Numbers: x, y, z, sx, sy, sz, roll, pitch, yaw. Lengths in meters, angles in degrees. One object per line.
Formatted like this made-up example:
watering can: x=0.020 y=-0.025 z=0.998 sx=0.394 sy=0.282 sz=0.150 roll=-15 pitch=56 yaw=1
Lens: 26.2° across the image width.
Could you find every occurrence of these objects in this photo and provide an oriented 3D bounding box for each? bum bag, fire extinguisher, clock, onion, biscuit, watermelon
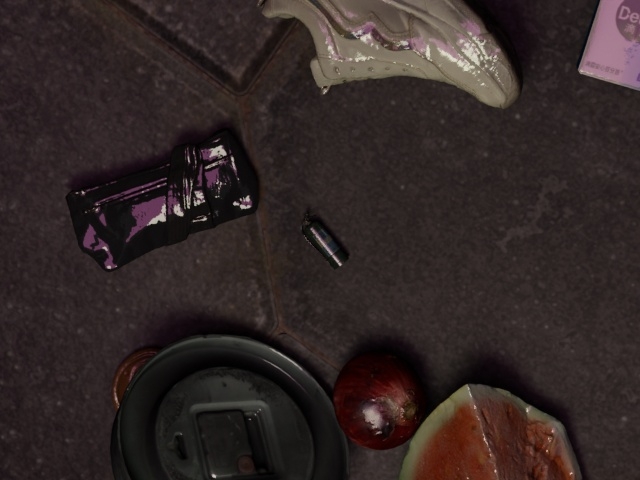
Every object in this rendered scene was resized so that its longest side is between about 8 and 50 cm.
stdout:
bum bag: x=-0.204 y=-0.052 z=1.794 sx=0.248 sy=0.060 sz=0.123 roll=-20 pitch=99 yaw=10
fire extinguisher: x=0.000 y=0.000 z=1.793 sx=0.038 sy=0.025 sz=0.083 roll=-35 pitch=95 yaw=36
clock: x=-0.113 y=0.266 z=1.735 sx=0.313 sy=0.312 sz=0.061 roll=36 pitch=140 yaw=0
onion: x=0.076 y=0.208 z=1.774 sx=0.131 sy=0.131 sz=0.131 roll=2 pitch=102 yaw=8
biscuit: x=-0.200 y=0.201 z=1.863 sx=0.175 sy=0.026 sz=0.124 roll=-10 pitch=101 yaw=10
watermelon: x=0.224 y=0.309 z=1.756 sx=0.256 sy=0.176 sz=0.260 roll=-7 pitch=84 yaw=-6

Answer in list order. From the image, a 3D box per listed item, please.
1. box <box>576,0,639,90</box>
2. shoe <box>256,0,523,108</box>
box: x=0.422 y=-0.244 z=1.656 sx=0.194 sy=0.073 sz=0.139 roll=16 pitch=104 yaw=5
shoe: x=0.080 y=-0.250 z=1.683 sx=0.342 sy=0.132 sz=0.210 roll=42 pitch=108 yaw=2
